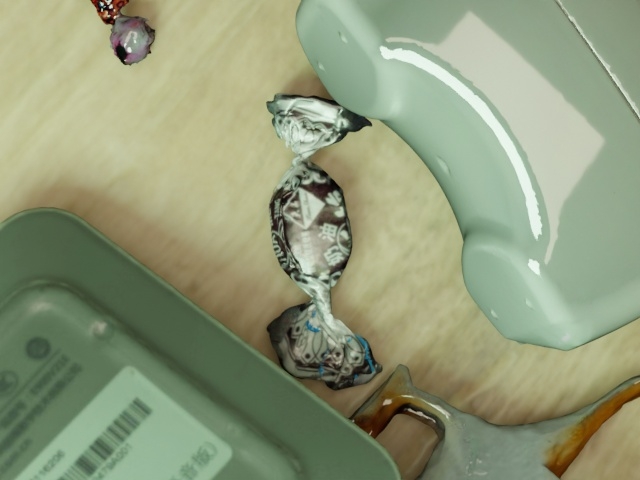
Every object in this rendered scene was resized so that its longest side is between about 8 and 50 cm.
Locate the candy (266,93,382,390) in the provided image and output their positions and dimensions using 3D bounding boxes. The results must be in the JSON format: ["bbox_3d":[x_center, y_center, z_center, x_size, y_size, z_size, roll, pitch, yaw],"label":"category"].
[{"bbox_3d":[0.000,0.000,1.461,0.094,0.051,0.226,-7,91,-11],"label":"candy"}]

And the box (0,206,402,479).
[{"bbox_3d":[-0.182,0.197,1.341,0.373,0.090,0.367,36,67,15],"label":"box"}]

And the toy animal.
[{"bbox_3d":[0.171,0.158,1.425,0.302,0.225,0.284,28,70,11],"label":"toy animal"}]

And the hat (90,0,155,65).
[{"bbox_3d":[-0.171,-0.240,1.444,0.140,0.129,0.227,3,111,39],"label":"hat"}]

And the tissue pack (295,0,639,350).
[{"bbox_3d":[0.162,-0.106,1.372,0.236,0.229,0.333,-35,90,-9],"label":"tissue pack"}]
